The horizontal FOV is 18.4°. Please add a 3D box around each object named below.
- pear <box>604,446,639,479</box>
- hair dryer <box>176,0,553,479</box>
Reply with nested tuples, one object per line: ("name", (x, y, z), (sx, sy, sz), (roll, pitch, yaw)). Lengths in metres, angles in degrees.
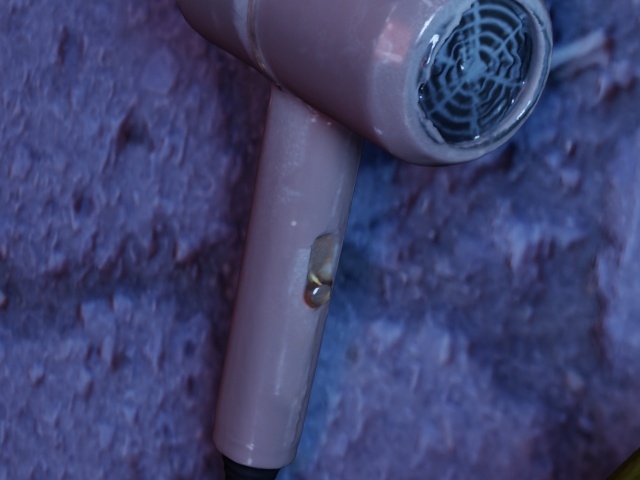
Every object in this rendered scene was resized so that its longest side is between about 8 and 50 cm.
("pear", (0.146, 0.202, 0.643), (0.253, 0.253, 0.307), (33, 100, 48))
("hair dryer", (0.000, 0.000, 0.976), (0.189, 0.106, 0.344), (35, 123, 45))
